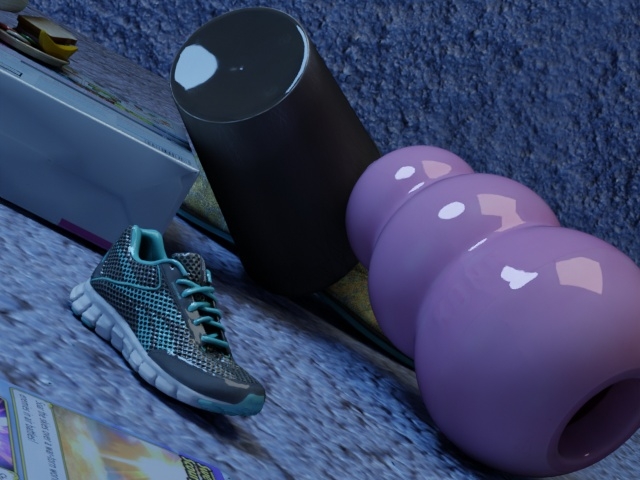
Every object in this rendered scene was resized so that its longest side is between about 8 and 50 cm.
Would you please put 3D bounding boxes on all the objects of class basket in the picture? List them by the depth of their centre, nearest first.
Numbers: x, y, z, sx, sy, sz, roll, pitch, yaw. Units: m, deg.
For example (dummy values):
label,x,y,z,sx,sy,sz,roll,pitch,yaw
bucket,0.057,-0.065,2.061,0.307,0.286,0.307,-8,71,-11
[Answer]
label,x,y,z,sx,sy,sz,roll,pitch,yaw
basket,-0.039,-0.093,1.223,0.154,0.204,0.227,2,-31,20

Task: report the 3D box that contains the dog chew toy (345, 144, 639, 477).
label,x,y,z,sx,sy,sz,roll,pitch,yaw
dog chew toy,0.135,0.039,1.123,0.206,0.206,0.332,22,22,-48

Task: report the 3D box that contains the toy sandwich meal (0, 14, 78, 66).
label,x,y,z,sx,sy,sz,roll,pitch,yaw
toy sandwich meal,-0.252,-0.182,1.184,0.085,0.029,0.085,28,7,-4

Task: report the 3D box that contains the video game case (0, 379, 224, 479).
label,x,y,z,sx,sy,sz,roll,pitch,yaw
video game case,-0.116,0.102,0.359,0.244,0.061,0.269,26,8,-22

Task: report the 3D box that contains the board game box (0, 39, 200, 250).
label,x,y,z,sx,sy,sz,roll,pitch,yaw
board game box,-0.232,-0.095,1.165,0.224,0.097,0.303,28,8,-12

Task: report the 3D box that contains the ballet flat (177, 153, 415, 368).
label,x,y,z,sx,sy,sz,roll,pitch,yaw
ballet flat,0.000,0.000,1.368,0.348,0.123,0.123,33,7,20

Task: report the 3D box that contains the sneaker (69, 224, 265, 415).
label,x,y,z,sx,sy,sz,roll,pitch,yaw
sneaker,-0.088,0.046,0.821,0.166,0.076,0.065,35,9,34

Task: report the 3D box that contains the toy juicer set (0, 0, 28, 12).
label,x,y,z,sx,sy,sz,roll,pitch,yaw
toy juicer set,-0.385,-0.212,1.185,0.329,0.089,0.209,17,7,37
